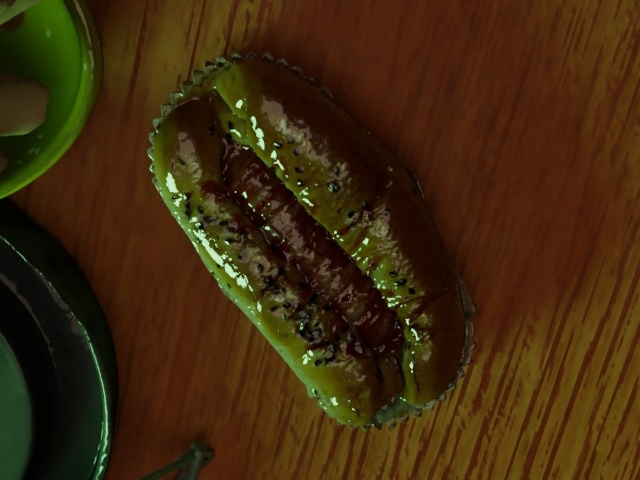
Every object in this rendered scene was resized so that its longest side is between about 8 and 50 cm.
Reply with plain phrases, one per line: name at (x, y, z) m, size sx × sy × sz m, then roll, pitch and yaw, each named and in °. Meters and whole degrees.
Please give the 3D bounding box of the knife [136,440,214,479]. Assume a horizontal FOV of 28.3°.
knife at (-0.135, 0.270, 0.923) m, size 0.123 × 0.053 × 0.278 m, roll -18°, pitch 126°, yaw -37°

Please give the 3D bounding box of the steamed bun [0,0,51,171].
steamed bun at (-0.294, -0.104, 0.638) m, size 0.428 × 0.189 × 0.247 m, roll -10°, pitch 80°, yaw 8°

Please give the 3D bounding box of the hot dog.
hot dog at (0.000, 0.000, 0.807) m, size 0.144 × 0.075 × 0.268 m, roll -32°, pitch 102°, yaw 16°

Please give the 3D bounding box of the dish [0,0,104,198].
dish at (-0.241, -0.152, 0.747) m, size 0.221 × 0.108 × 0.262 m, roll -17°, pitch 107°, yaw 10°

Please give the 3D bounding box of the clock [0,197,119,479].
clock at (-0.297, 0.102, 0.863) m, size 0.325 × 0.067 × 0.325 m, roll 1°, pitch 110°, yaw 2°
